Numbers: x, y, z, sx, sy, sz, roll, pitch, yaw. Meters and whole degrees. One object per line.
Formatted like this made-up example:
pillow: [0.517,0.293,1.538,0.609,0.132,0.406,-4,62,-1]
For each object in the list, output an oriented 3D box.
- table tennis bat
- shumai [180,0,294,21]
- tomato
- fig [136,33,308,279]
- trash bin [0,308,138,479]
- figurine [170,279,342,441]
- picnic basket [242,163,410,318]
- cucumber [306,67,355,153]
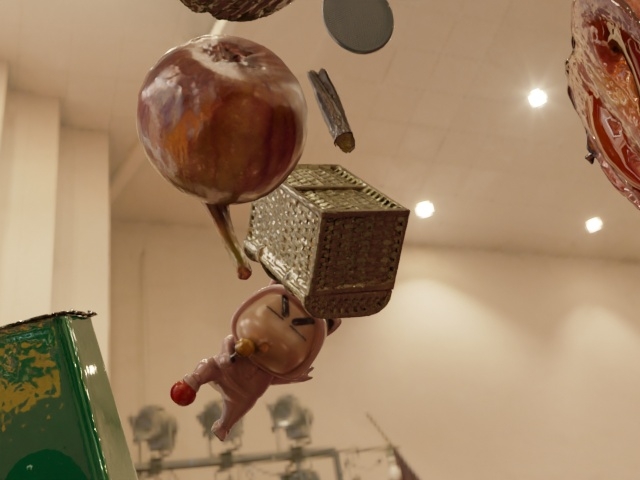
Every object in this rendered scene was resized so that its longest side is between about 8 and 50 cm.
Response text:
table tennis bat: [0.044,-0.329,1.439,0.100,0.155,0.019,-21,-11,-15]
shumai: [-0.068,-0.263,0.796,0.184,0.142,0.184,-24,-14,-6]
tomato: [0.297,-0.121,0.873,0.112,0.199,0.228,-23,-24,-2]
fig: [-0.101,-0.092,1.025,0.175,0.175,0.207,2,-51,-14]
trash bin: [-0.446,0.318,1.677,0.259,0.381,0.295,-15,-7,1]
figurine: [-0.098,0.193,1.675,0.287,0.186,0.176,-42,-87,-5]
picnic basket: [0.000,0.000,1.344,0.134,0.196,0.154,-3,-68,-29]
cucumber: [0.016,-0.182,1.445,0.033,0.135,0.034,-18,-26,-6]
